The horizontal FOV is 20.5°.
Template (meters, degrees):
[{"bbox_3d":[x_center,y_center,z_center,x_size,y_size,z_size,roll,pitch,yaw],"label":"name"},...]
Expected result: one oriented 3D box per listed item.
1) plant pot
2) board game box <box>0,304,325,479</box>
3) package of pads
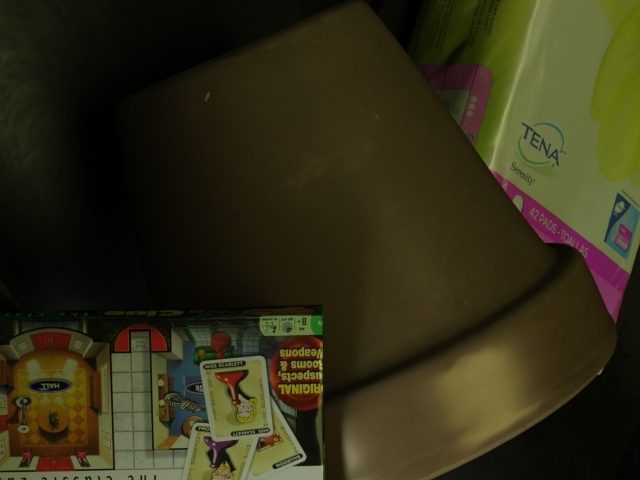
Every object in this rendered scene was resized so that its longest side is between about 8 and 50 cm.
[{"bbox_3d":[0.000,0.000,0.965,0.263,0.263,0.229,-30,98,-43],"label":"plant pot"},{"bbox_3d":[-0.127,0.100,0.831,0.030,0.259,0.136,-100,-171,-78],"label":"board game box"},{"bbox_3d":[0.145,-0.082,1.205,0.229,0.101,0.297,32,71,-49],"label":"package of pads"}]
